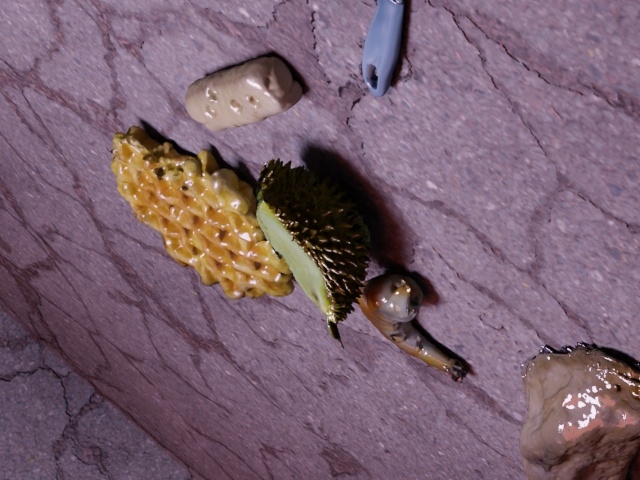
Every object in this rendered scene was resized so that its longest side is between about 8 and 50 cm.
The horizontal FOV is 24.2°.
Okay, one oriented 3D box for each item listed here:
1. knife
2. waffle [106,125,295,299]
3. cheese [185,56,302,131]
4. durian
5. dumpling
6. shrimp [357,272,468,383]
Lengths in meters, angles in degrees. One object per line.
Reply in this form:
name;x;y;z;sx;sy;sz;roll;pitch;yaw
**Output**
knife;0.055;-0.210;1.221;0.044;0.019;0.313;39;157;15
waffle;-0.150;-0.035;1.864;0.281;0.058;0.301;51;156;-24
cheese;-0.082;-0.149;1.541;0.065;0.043;0.194;44;158;-18
durian;0.009;-0.004;1.593;0.095;0.137;0.221;-7;132;18
dumpling;0.259;0.202;1.572;0.166;0.086;0.332;31;152;21
shrimp;0.111;0.104;1.689;0.166;0.049;0.161;43;162;-5
